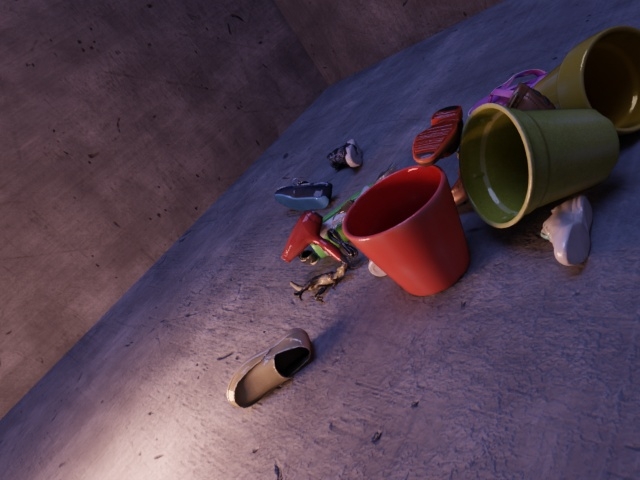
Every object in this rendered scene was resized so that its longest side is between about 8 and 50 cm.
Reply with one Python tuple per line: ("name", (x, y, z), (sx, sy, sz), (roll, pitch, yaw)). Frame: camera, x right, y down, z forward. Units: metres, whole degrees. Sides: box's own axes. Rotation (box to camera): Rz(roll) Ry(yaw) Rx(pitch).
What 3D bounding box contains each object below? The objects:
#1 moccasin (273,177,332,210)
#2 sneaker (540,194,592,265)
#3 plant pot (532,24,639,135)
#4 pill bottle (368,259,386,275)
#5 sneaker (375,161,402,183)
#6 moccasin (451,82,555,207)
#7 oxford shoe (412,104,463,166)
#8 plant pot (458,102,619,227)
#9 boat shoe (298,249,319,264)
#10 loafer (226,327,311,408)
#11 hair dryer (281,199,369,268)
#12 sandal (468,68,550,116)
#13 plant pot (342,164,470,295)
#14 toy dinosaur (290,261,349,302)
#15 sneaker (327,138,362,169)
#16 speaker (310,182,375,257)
("moccasin", (-0.068, -0.206, 1.965), (0.342, 0.138, 0.117), (10, 65, 42))
("sneaker", (0.513, -0.014, 0.926), (0.094, 0.080, 0.212), (-17, 22, 46))
("plant pot", (0.689, -0.383, 1.132), (0.254, 0.254, 0.239), (-42, 11, -8))
("pill bottle", (0.177, 0.045, 1.270), (0.065, 0.065, 0.116), (-24, 29, 27))
("sneaker", (0.261, -0.241, 1.665), (0.054, 0.061, 0.152), (-60, 13, -26))
("moccasin", (0.444, -0.241, 1.180), (0.139, 0.147, 0.380), (-42, -12, -46))
("oxford shoe", (0.305, -0.240, 1.075), (0.096, 0.098, 0.271), (0, 36, 37))
("plant pot", (0.497, -0.189, 0.984), (0.253, 0.276, 0.276), (-13, 24, -9))
("boat shoe", (-0.051, 0.052, 1.592), (0.049, 0.042, 0.133), (-46, 25, -12))
("loafer", (-0.131, 0.338, 1.140), (0.268, 0.102, 0.092), (-43, 19, -11))
("hair dryer", (0.000, 0.000, 1.394), (0.293, 0.080, 0.224), (-18, 68, 19))
("sandal", (0.705, -0.538, 1.513), (0.416, 0.102, 0.169), (-10, 37, 46))
("plant pot", (0.233, -0.013, 1.083), (0.275, 0.243, 0.275), (-30, 25, 16))
("toy dinosaur", (-0.017, 0.144, 1.373), (0.268, 0.064, 0.118), (-21, 23, 37))
("sneaker", (0.110, -0.383, 2.051), (0.153, 0.101, 0.269), (-29, 21, 21))
("speaker", (0.093, -0.068, 1.502), (0.296, 0.131, 0.131), (-36, 25, 5))
